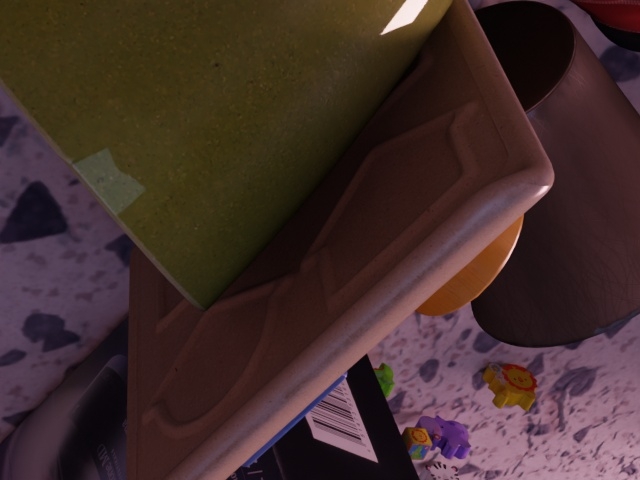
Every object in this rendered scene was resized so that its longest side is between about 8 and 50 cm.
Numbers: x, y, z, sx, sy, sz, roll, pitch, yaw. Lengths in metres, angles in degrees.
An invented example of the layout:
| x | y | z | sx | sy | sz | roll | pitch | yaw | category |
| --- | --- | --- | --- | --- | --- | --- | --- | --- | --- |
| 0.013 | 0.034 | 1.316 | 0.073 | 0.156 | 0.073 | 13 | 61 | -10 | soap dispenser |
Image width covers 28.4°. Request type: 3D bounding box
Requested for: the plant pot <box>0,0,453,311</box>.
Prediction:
| x | y | z | sx | sy | sz | roll | pitch | yaw | category |
| --- | --- | --- | --- | --- | --- | --- | --- | --- | --- |
| -0.039 | -0.158 | 0.700 | 0.293 | 0.275 | 0.275 | -39 | 136 | -4 | plant pot |

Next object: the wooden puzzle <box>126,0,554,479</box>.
| x | y | z | sx | sy | sz | roll | pitch | yaw | category |
| --- | --- | --- | --- | --- | --- | --- | --- | --- | --- |
| 0.000 | 0.000 | 0.785 | 0.080 | 0.348 | 0.322 | 38 | 112 | -23 | wooden puzzle |

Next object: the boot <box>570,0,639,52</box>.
| x | y | z | sx | sy | sz | roll | pitch | yaw | category |
| --- | --- | --- | --- | --- | --- | --- | --- | --- | --- |
| 0.254 | -0.177 | 0.820 | 0.176 | 0.244 | 0.088 | 25 | 80 | -38 | boot |

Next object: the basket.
| x | y | z | sx | sy | sz | roll | pitch | yaw | category |
| --- | --- | --- | --- | --- | --- | --- | --- | --- | --- |
| 0.166 | -0.054 | 0.942 | 0.204 | 0.154 | 0.227 | -30 | 132 | 6 | basket |

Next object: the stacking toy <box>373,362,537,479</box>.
| x | y | z | sx | sy | sz | roll | pitch | yaw | category |
| --- | --- | --- | --- | --- | --- | --- | --- | --- | --- |
| 0.081 | 0.183 | 1.208 | 0.221 | 0.052 | 0.167 | 8 | 127 | -26 | stacking toy |

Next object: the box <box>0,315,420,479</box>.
| x | y | z | sx | sy | sz | roll | pitch | yaw | category |
| --- | --- | --- | --- | --- | --- | --- | --- | --- | --- |
| -0.092 | 0.217 | 0.988 | 0.182 | 0.296 | 0.294 | 28 | 117 | -39 | box |
